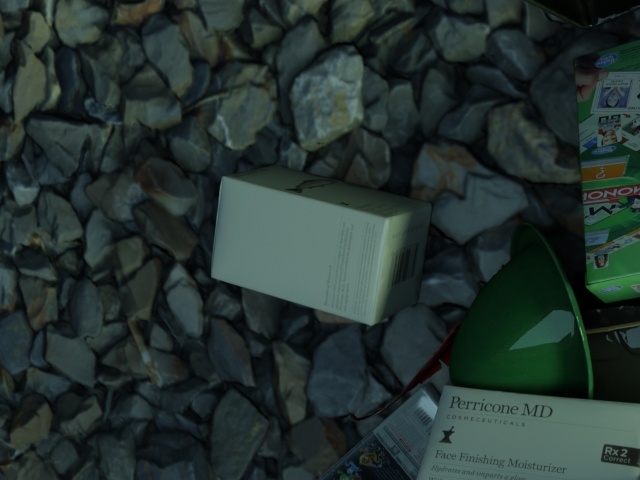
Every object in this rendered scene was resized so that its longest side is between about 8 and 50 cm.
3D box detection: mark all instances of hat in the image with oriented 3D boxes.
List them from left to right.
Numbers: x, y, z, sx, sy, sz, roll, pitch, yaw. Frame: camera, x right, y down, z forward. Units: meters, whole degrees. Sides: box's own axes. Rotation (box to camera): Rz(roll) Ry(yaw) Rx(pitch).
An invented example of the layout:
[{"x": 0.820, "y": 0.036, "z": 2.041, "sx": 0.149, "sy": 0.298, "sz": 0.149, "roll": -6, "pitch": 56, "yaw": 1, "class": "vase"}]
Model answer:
[{"x": 0.117, "y": 0.104, "z": 1.053, "sx": 0.183, "sy": 0.173, "sz": 0.208, "roll": -15, "pitch": 123, "yaw": -5, "class": "hat"}]

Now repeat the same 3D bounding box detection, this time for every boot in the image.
[{"x": 0.310, "y": 0.102, "z": 1.051, "sx": 0.198, "sy": 0.077, "sz": 0.137, "roll": -2, "pitch": 114, "yaw": 27, "class": "boot"}]

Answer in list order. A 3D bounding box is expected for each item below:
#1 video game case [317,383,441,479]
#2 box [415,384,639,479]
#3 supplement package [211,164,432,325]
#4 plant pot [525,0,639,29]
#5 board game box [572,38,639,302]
[{"x": 0.109, "y": 0.265, "z": 1.211, "sx": 0.190, "sy": 0.022, "sz": 0.173, "roll": 50, "pitch": 118, "yaw": 11, "class": "video game case"}, {"x": 0.194, "y": 0.222, "z": 1.027, "sx": 0.181, "sy": 0.119, "sz": 0.182, "roll": 2, "pitch": 144, "yaw": 27, "class": "box"}, {"x": 0.000, "y": 0.000, "z": 1.172, "sx": 0.179, "sy": 0.105, "sz": 0.105, "roll": 15, "pitch": 107, "yaw": 25, "class": "supplement package"}, {"x": 0.234, "y": -0.289, "z": 0.951, "sx": 0.188, "sy": 0.187, "sz": 0.167, "roll": -22, "pitch": 76, "yaw": 31, "class": "plant pot"}, {"x": 0.353, "y": -0.083, "z": 0.933, "sx": 0.317, "sy": 0.046, "sz": 0.213, "roll": -13, "pitch": 62, "yaw": 31, "class": "board game box"}]
